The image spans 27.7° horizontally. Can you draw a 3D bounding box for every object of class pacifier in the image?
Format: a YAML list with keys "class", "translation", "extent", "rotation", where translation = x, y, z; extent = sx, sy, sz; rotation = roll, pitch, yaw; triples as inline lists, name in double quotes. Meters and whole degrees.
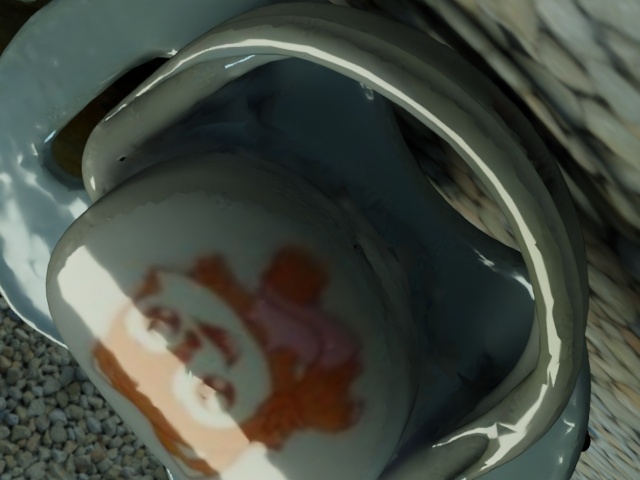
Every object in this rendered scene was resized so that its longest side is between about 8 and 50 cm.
- class: "pacifier"
  translation: [0.000, 0.000, 0.578]
  extent: [0.299, 0.244, 0.233]
  rotation: [51, -157, -8]

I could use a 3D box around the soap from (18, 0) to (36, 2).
- class: "soap"
  translation: [-0.204, -0.144, 1.222]
  extent: [0.145, 0.091, 0.230]
  rotation: [39, 171, 25]

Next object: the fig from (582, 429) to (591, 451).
- class: "fig"
  translation: [0.060, 0.113, 0.907]
  extent: [0.148, 0.142, 0.186]
  rotation: [16, -152, -40]

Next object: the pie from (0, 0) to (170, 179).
- class: "pie"
  translation: [-0.110, -0.043, 0.814]
  extent: [0.339, 0.077, 0.339]
  rotation: [36, -160, -16]
